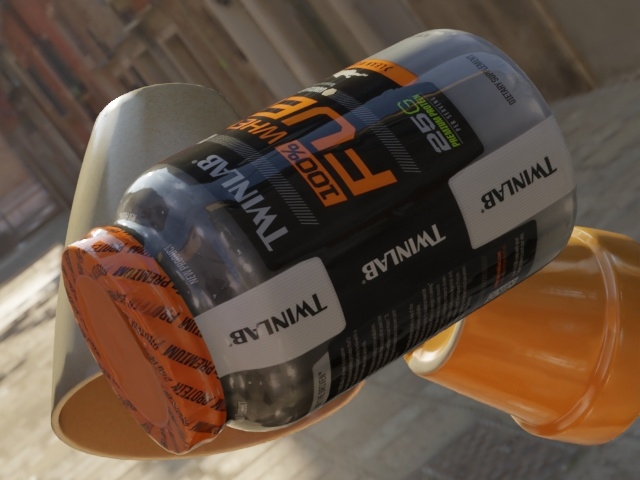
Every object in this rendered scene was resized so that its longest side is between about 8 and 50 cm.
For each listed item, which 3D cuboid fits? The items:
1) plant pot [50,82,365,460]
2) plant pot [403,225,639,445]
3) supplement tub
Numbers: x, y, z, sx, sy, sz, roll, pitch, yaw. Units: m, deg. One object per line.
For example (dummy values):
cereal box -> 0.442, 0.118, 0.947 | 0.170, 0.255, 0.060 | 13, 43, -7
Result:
plant pot -> -0.113, 0.014, 1.137 | 0.257, 0.274, 0.256 | -10, -28, -5
plant pot -> 0.184, 0.078, 1.243 | 0.205, 0.188, 0.205 | -40, 45, 55
supplement tub -> 0.000, 0.000, 0.542 | 0.190, 0.117, 0.117 | -30, 6, -24
